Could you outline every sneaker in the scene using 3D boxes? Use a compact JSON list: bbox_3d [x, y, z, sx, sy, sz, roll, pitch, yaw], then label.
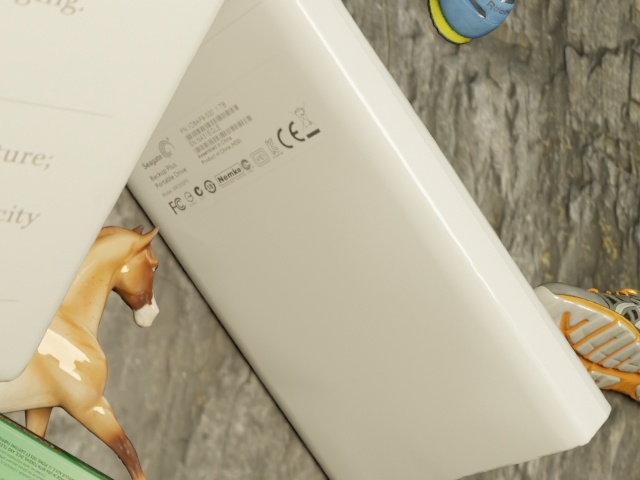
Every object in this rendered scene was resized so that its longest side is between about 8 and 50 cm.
[{"bbox_3d":[0.247,0.077,1.200,0.215,0.084,0.083,26,44,-34],"label":"sneaker"},{"bbox_3d":[0.130,-0.276,1.237,0.069,0.082,0.209,6,68,-36],"label":"sneaker"}]

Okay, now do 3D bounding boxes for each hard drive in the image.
[{"bbox_3d":[0.000,0.000,0.913,0.047,0.233,0.353,-40,100,-41],"label":"hard drive"}]

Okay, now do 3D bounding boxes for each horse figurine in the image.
[{"bbox_3d":[-0.195,0.093,0.771,0.263,0.066,0.175,-9,97,-26],"label":"horse figurine"}]

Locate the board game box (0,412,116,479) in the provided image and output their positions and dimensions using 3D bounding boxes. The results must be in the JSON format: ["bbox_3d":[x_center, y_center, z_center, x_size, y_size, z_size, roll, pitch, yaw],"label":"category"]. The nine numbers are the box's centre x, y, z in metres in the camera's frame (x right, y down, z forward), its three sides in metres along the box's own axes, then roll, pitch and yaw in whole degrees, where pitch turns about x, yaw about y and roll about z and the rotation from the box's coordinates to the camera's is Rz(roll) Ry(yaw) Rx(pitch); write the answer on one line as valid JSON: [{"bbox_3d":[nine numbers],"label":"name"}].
[{"bbox_3d":[-0.147,0.230,0.755,0.317,0.046,0.213,37,81,-27],"label":"board game box"}]

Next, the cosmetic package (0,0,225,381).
[{"bbox_3d":[-0.243,-0.190,0.613,0.329,0.394,0.327,9,37,-38],"label":"cosmetic package"}]
